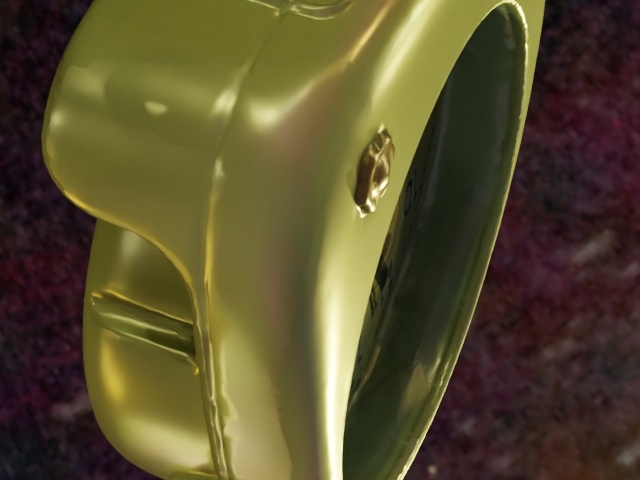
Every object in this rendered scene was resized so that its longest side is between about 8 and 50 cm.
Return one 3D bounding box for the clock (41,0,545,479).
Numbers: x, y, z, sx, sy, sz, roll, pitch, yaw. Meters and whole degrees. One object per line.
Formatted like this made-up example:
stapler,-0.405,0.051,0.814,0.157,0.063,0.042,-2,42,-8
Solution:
clock,0.000,0.000,0.607,0.308,0.096,0.235,91,21,-45
